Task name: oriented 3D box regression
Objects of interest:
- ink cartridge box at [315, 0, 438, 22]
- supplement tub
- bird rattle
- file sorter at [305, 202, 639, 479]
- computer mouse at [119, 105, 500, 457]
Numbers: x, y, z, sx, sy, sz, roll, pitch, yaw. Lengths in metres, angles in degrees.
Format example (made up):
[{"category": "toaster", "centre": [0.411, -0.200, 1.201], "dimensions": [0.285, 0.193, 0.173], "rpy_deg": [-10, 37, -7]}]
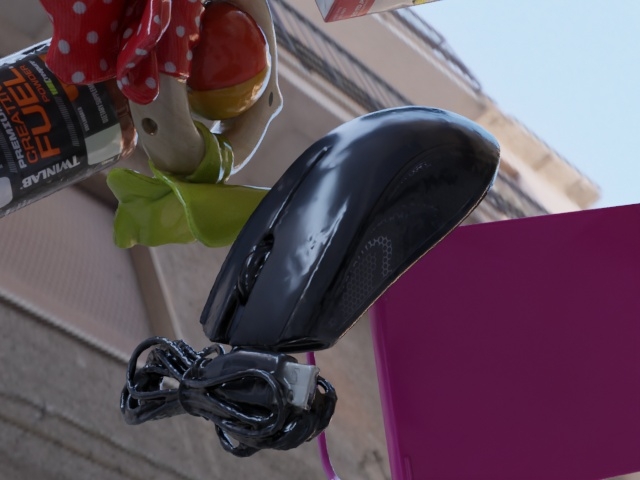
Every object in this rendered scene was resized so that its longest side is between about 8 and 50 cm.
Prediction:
[{"category": "ink cartridge box", "centre": [0.078, -0.261, 1.160], "dimensions": [0.198, 0.115, 0.067], "rpy_deg": [-14, -19, -24]}, {"category": "supplement tub", "centre": [-0.236, -0.068, 0.981], "dimensions": [0.198, 0.106, 0.106], "rpy_deg": [-29, -47, -27]}, {"category": "bird rattle", "centre": [-0.096, -0.114, 0.946], "dimensions": [0.143, 0.207, 0.253], "rpy_deg": [-4, -57, 28]}, {"category": "file sorter", "centre": [0.147, 0.087, 1.106], "dimensions": [0.291, 0.182, 0.202], "rpy_deg": [-7, -91, -23]}, {"category": "computer mouse", "centre": [0.000, 0.000, 0.797], "dimensions": [0.272, 0.188, 0.072], "rpy_deg": [-46, -65, -28]}]
